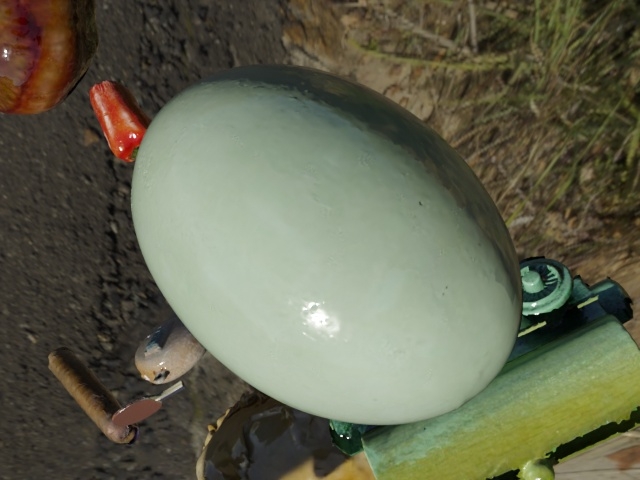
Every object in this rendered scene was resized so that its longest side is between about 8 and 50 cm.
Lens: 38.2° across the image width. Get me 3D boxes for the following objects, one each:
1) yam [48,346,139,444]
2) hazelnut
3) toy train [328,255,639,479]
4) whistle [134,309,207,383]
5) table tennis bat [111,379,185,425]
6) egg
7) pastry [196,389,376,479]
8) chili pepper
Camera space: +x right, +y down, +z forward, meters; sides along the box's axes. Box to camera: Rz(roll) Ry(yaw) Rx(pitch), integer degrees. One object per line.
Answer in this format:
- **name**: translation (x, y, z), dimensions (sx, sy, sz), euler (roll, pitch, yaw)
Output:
- **yam**: translation (-0.329, 0.221, 1.324), dimensions (0.046, 0.046, 0.264), euler (-50, 38, -10)
- **hazelnut**: translation (-0.346, -0.251, 1.106), dimensions (0.178, 0.178, 0.204), euler (11, 116, 5)
- **toy train**: translation (0.152, 0.135, 0.829), dimensions (0.307, 0.189, 0.126), euler (-27, 120, 4)
- **whistle**: translation (-0.185, 0.114, 1.235), dimensions (0.107, 0.220, 0.057), euler (-25, 113, 26)
- **table tennis bat**: translation (-0.176, 0.168, 0.948), dimensions (0.083, 0.050, 0.007), euler (-30, 63, 3)
- **egg**: translation (0.000, 0.000, 0.602), dimensions (0.283, 0.203, 0.203), euler (35, 79, 19)
- **pastry**: translation (0.011, 0.349, 1.358), dimensions (0.410, 0.409, 0.245), euler (-2, 47, 2)
- **chili pepper**: translation (-0.308, -0.172, 1.504), dimensions (0.084, 0.086, 0.192), euler (-39, 73, 32)
